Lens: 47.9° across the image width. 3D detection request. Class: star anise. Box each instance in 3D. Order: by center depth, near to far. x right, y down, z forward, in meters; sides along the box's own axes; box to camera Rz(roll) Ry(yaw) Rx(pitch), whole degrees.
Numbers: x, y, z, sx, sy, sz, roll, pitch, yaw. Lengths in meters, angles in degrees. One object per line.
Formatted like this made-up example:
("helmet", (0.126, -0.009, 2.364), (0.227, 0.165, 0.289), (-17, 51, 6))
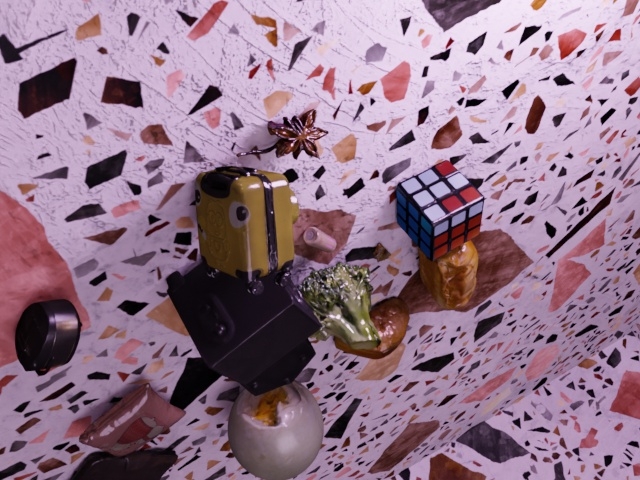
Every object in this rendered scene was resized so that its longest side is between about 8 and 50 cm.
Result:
("star anise", (-0.075, -0.198, 1.431), (0.191, 0.070, 0.097), (-18, 115, -22))

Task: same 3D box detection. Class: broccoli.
("broccoli", (0.054, 0.192, 1.850), (0.288, 0.245, 0.248), (0, 141, -35))

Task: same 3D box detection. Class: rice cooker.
("rice cooker", (-0.544, 0.191, 1.440), (0.107, 0.112, 0.165), (-11, 140, -42))

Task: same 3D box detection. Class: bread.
("bread", (0.362, 0.073, 2.046), (0.132, 0.166, 0.294), (-31, 146, -8))
("bread", (0.172, 0.283, 2.162), (0.260, 0.134, 0.129), (-23, 145, -19))

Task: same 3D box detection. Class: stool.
("stool", (-0.135, 0.290, 1.892), (0.232, 0.141, 0.232), (-23, 144, -19))

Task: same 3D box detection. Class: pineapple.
("pineapple", (0.164, 0.037, 1.961), (0.045, 0.019, 0.083), (-42, 149, 3))

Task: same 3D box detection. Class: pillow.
("pillow", (-0.482, 0.470, 1.855), (0.223, 0.084, 0.236), (-33, 150, -6))

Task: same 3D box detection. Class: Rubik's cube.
("Rubik's cube", (0.298, -0.075, 1.815), (0.163, 0.162, 0.160), (-27, 146, -12))

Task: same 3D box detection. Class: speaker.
("speaker", (-0.170, 0.137, 1.577), (0.232, 0.254, 0.184), (-37, 147, 2))

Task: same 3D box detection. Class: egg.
("egg", (-0.128, 0.556, 2.093), (0.278, 0.278, 0.336), (-23, 136, -19))

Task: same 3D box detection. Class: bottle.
("bottle", (0.000, 0.000, 1.748), (0.045, 0.045, 0.096), (-45, 146, 13))

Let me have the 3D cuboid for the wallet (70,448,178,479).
("wallet", (-0.560, 0.660, 2.055), (0.165, 0.042, 0.310), (-48, 145, 20))

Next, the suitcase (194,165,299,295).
("suitcase", (-0.141, -0.032, 1.404), (0.143, 0.194, 0.234), (-14, 109, -37))
